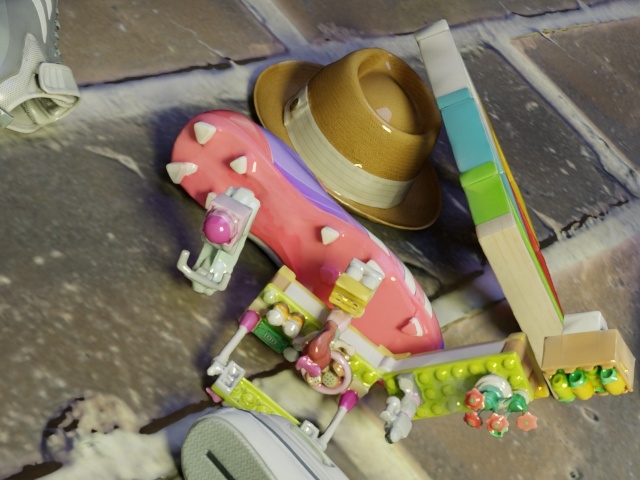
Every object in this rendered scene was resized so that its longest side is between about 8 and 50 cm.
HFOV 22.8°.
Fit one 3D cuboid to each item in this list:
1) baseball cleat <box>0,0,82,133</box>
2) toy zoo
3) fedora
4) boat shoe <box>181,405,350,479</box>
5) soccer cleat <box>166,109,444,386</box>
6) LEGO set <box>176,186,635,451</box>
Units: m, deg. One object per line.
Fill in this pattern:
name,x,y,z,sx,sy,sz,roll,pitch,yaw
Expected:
baseball cleat,-0.201,-0.136,1.071,0.109,0.072,0.206,46,32,-17
toy zoo,0.135,-0.042,1.238,0.293,0.030,0.192,-101,166,-48
fedora,0.039,-0.096,1.255,0.194,0.079,0.194,28,31,-19
boat shoe,0.016,0.174,0.861,0.076,0.083,0.226,-5,51,-49
soccer cleat,0.000,0.000,1.087,0.248,0.083,0.095,43,25,11
LEGO set,0.038,0.080,0.965,0.287,0.132,0.107,21,34,12
